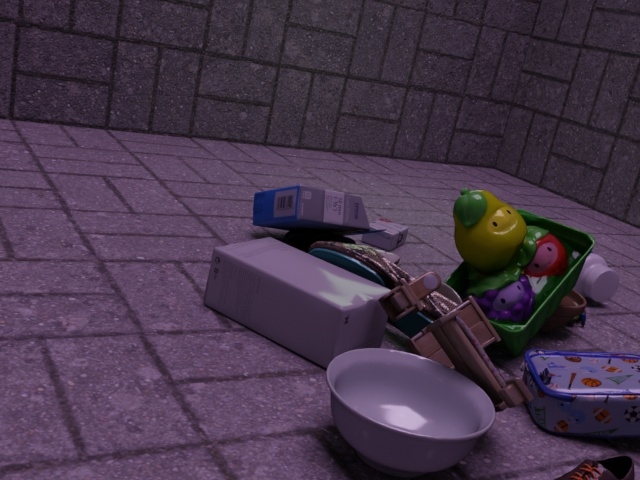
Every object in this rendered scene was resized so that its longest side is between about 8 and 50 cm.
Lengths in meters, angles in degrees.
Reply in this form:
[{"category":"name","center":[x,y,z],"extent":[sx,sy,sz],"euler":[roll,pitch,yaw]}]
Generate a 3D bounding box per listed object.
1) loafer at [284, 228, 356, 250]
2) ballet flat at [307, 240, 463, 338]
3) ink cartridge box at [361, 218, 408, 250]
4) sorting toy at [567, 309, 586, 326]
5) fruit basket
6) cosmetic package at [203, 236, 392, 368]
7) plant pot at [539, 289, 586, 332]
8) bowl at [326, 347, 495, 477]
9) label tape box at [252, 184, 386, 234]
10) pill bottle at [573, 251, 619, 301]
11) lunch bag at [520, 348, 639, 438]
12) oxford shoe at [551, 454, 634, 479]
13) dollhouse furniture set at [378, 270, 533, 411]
[{"category":"loafer","center":[0.000,0.000,2.286],"extent":[0.223,0.076,0.078],"euler":[6,25,-7]},{"category":"ballet flat","center":[0.194,0.126,1.782],"extent":[0.482,0.164,0.182],"euler":[32,45,25]},{"category":"ink cartridge box","center":[0.221,-0.021,2.531],"extent":[0.109,0.063,0.150],"euler":[20,19,23]},{"category":"sorting toy","center":[0.740,0.227,2.152],"extent":[0.061,0.042,0.102],"euler":[7,21,42]},{"category":"fruit basket","center":[0.465,0.042,1.827],"extent":[0.283,0.392,0.392],"euler":[26,22,38]},{"category":"cosmetic package","center":[-0.053,0.132,1.703],"extent":[0.385,0.156,0.217],"euler":[25,21,33]},{"category":"plant pot","center":[0.605,0.182,2.066],"extent":[0.237,0.110,0.237],"euler":[12,18,-4]},{"category":"bowl","center":[0.142,0.313,1.284],"extent":[0.297,0.134,0.298],"euler":[11,16,-3]},{"category":"label tape box","center":[0.000,-0.086,2.313],"extent":[0.347,0.115,0.249],"euler":[6,-6,-37]},{"category":"pill bottle","center":[0.840,0.095,2.434],"extent":[0.152,0.152,0.272],"euler":[4,18,-25]},{"category":"lunch bag","center":[0.575,0.311,1.571],"extent":[0.303,0.115,0.243],"euler":[3,18,3]},{"category":"oxford shoe","center":[0.421,0.409,1.227],"extent":[0.271,0.098,0.097],"euler":[-1,21,-37]},{"category":"dollhouse furniture set","center":[0.295,0.160,1.443],"extent":[0.173,0.303,0.355],"euler":[-32,-8,-15]}]
